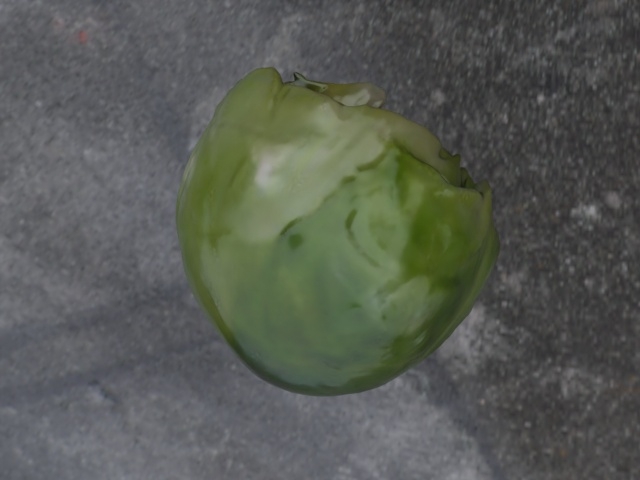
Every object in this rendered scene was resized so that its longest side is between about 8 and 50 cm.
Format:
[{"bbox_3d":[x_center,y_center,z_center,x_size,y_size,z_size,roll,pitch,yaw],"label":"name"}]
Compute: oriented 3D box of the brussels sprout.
[{"bbox_3d":[-0.001,0.005,0.547,0.149,0.122,0.151,19,161,25],"label":"brussels sprout"}]
